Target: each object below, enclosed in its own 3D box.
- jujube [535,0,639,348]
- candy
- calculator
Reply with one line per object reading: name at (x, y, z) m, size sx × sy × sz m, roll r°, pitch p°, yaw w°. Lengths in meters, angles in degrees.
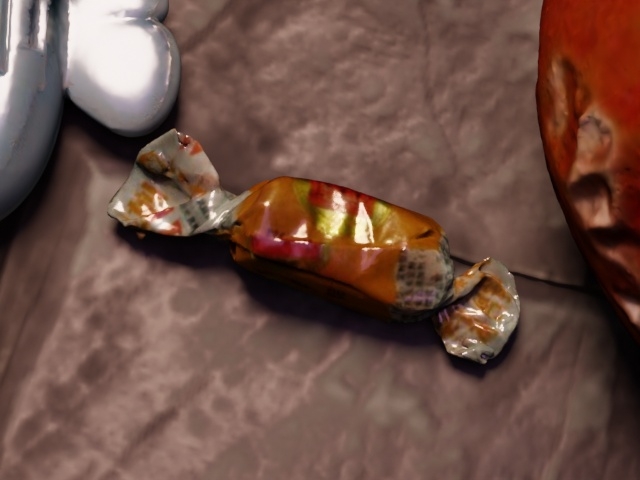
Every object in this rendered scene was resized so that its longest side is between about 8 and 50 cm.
jujube at (0.214, -0.011, 0.555) m, size 0.223 × 0.223 × 0.318 m, roll -24°, pitch 86°, yaw -9°
candy at (0.000, 0.000, 0.623) m, size 0.182 × 0.046 × 0.053 m, roll 19°, pitch 77°, yaw 0°
calculator at (-0.212, -0.088, 0.637) m, size 0.303 × 0.042 × 0.188 m, roll -1°, pitch 74°, yaw 0°
